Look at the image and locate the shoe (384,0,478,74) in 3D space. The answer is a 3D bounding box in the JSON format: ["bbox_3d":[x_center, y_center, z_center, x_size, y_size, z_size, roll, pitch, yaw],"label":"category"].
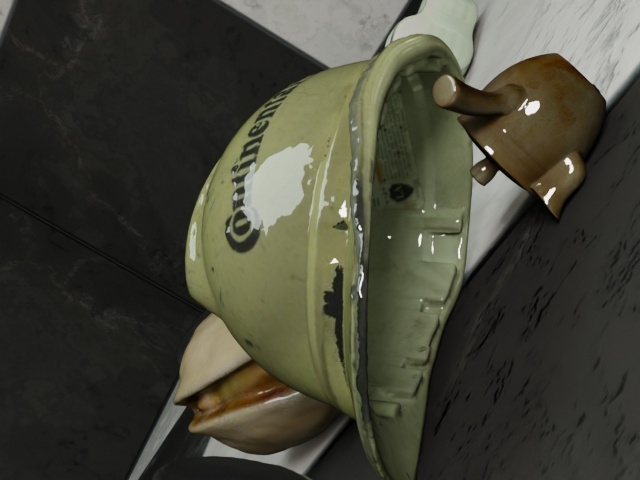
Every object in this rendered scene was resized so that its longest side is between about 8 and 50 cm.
[{"bbox_3d":[0.123,-0.211,1.074,0.110,0.095,0.265,-61,-2,40],"label":"shoe"}]

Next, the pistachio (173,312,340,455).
[{"bbox_3d":[-0.039,0.101,0.715,0.152,0.126,0.223,-23,-8,-22],"label":"pistachio"}]

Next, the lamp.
[{"bbox_3d":[-0.132,0.300,0.574,0.371,0.108,0.130,-60,3,1],"label":"lamp"}]

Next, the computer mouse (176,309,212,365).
[{"bbox_3d":[-0.054,0.074,1.093,0.269,0.086,0.137,-45,16,-13],"label":"computer mouse"}]

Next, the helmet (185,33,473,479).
[{"bbox_3d":[-0.004,0.002,0.496,0.257,0.137,0.204,-67,-29,-47],"label":"helmet"}]

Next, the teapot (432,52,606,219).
[{"bbox_3d":[0.106,-0.062,0.477,0.080,0.110,0.085,-46,51,14],"label":"teapot"}]
